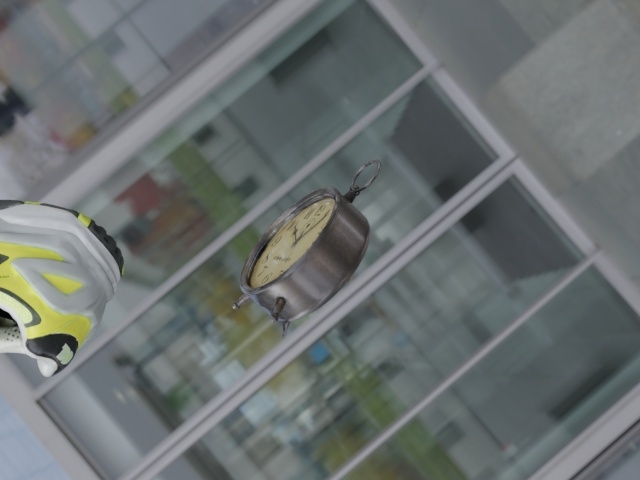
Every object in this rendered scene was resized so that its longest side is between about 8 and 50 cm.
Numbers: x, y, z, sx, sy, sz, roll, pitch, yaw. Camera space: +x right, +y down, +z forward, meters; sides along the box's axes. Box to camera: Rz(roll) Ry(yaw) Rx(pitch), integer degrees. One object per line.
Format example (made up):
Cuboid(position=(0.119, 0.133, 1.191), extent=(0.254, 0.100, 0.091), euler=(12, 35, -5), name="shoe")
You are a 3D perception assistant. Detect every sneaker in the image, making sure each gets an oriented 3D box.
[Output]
Cuboid(position=(-0.388, 0.035, 1.233), extent=(0.145, 0.384, 0.147), euler=(77, -159, -49), name="sneaker")

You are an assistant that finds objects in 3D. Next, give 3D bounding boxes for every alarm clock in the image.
Cuboid(position=(0.000, 0.000, 1.222), extent=(0.064, 0.192, 0.129), euler=(39, 169, -21), name="alarm clock")
